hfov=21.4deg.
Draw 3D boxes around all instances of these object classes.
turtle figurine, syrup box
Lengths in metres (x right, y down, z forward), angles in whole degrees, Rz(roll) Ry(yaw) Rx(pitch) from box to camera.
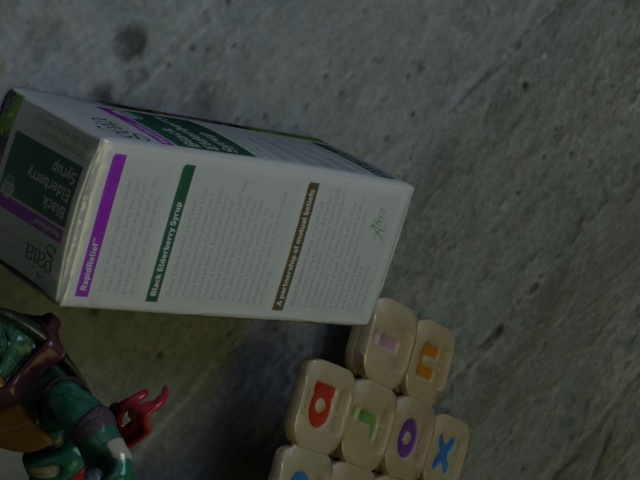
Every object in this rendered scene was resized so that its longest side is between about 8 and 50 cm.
[{"bbox_3d":[-0.176,0.082,0.862,0.234,0.175,0.118,55,30,-31],"label":"turtle figurine"},{"bbox_3d":[-0.068,-0.015,0.961,0.237,0.093,0.096,8,104,-45],"label":"syrup box"}]

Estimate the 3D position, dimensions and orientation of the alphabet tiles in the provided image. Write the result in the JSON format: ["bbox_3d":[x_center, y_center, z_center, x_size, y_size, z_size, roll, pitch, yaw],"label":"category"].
[{"bbox_3d":[0.026,0.185,1.166,0.278,0.021,0.284,28,76,-60],"label":"alphabet tiles"}]
